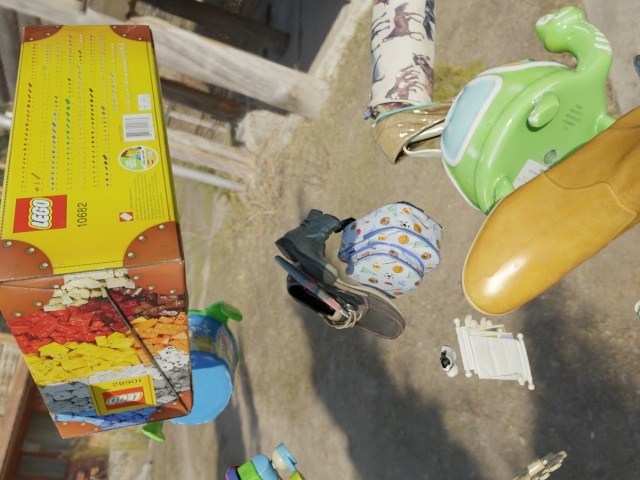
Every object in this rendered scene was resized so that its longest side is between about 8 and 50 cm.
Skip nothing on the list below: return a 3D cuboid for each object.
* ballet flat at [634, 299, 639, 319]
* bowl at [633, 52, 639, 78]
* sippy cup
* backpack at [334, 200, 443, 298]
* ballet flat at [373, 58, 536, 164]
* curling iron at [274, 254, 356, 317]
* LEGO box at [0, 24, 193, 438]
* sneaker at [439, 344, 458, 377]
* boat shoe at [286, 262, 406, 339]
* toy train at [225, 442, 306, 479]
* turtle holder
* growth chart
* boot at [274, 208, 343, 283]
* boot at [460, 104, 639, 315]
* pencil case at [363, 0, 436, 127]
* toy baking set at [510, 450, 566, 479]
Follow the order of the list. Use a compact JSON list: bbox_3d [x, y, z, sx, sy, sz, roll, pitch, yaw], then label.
[{"bbox_3d":[0.552,0.063,0.884,0.147,0.147,0.408,-112,9,-58],"label":"ballet flat"},{"bbox_3d":[0.573,-0.249,0.882,0.080,0.170,0.170,-41,33,18],"label":"bowl"},{"bbox_3d":[-0.292,0.297,1.304,0.224,0.240,0.305,-148,55,-72],"label":"sippy cup"},{"bbox_3d":[0.204,0.022,1.611,0.263,0.277,0.213,-41,33,42],"label":"backpack"},{"bbox_3d":[0.272,-0.231,1.113,0.116,0.342,0.124,39,-145,-69],"label":"ballet flat"},{"bbox_3d":[-0.019,0.116,1.453,0.274,0.068,0.035,32,93,27],"label":"curling iron"},{"bbox_3d":[-0.319,-0.030,0.864,0.372,0.193,0.500,102,156,-47],"label":"LEGO box"},{"bbox_3d":[0.268,0.248,1.215,0.032,0.037,0.083,-38,28,19],"label":"sneaker"},{"bbox_3d":[0.059,0.184,1.557,0.132,0.355,0.130,-66,-3,36],"label":"boat shoe"},{"bbox_3d":[-0.084,0.549,1.223,0.143,0.248,0.105,-33,29,-11],"label":"toy train"},{"bbox_3d":[0.319,-0.194,0.924,0.227,0.243,0.320,-129,31,-49],"label":"turtle holder"},{"bbox_3d":[0.444,0.282,1.464,0.021,0.237,0.172,-43,40,53],"label":"growth chart"},{"bbox_3d":[0.000,0.000,1.457,0.161,0.083,0.246,-43,40,-13],"label":"boot"},{"bbox_3d":[0.271,-0.040,0.553,0.295,0.104,0.211,-45,0,-6],"label":"boot"},{"bbox_3d":[0.193,-0.482,1.410,0.184,0.160,0.410,-9,74,48],"label":"pencil case"},{"bbox_3d":[0.548,0.641,1.544,0.256,0.197,0.030,-40,68,10],"label":"toy baking set"}]
